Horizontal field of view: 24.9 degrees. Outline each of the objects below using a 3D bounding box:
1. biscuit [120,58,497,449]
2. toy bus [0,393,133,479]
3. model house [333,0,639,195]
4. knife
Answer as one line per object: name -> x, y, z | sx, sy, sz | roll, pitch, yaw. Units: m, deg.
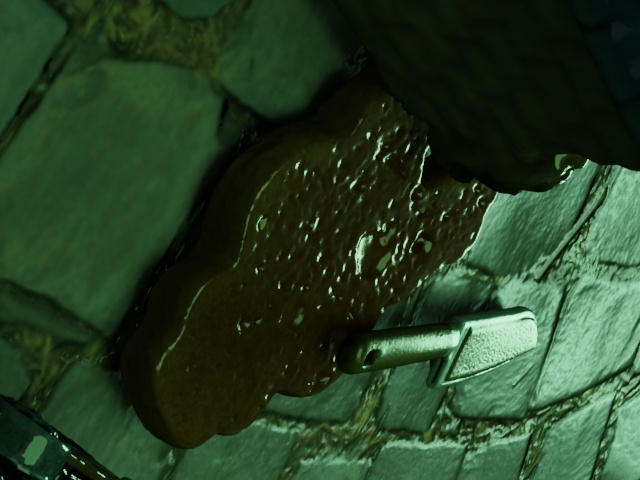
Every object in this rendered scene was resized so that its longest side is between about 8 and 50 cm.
biscuit -> 0.000, 0.000, 0.949 | 0.334, 0.047, 0.202 | -44, 139, -25
toy bus -> -0.190, 0.128, 0.713 | 0.138, 0.167, 0.275 | -54, 147, -10
model house -> 0.253, -0.245, 0.768 | 0.445, 0.400, 0.395 | -50, 129, -17
knife -> 0.095, 0.081, 1.090 | 0.343, 0.027, 0.061 | -3, 119, -59
